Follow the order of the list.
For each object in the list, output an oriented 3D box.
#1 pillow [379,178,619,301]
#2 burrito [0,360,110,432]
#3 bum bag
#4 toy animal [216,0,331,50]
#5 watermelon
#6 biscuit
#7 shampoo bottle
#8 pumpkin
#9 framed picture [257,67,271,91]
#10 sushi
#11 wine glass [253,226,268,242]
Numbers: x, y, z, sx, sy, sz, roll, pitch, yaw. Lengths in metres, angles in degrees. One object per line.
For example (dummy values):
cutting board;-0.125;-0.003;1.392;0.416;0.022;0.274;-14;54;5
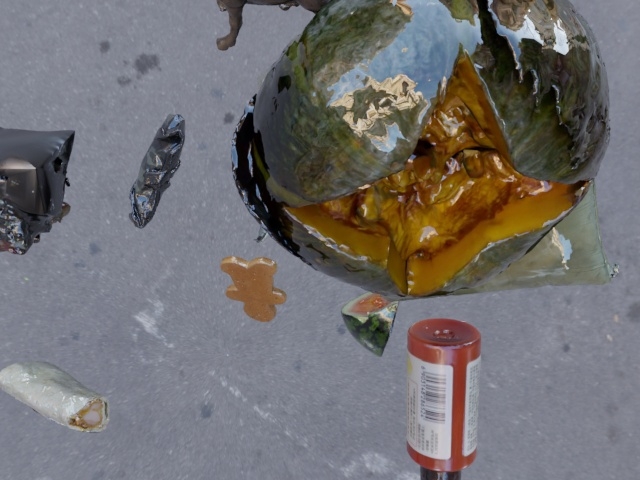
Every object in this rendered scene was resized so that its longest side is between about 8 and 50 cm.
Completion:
pillow;0.190;-0.009;0.686;0.303;0.075;0.184;-8;119;26
burrito;-0.690;0.403;1.460;0.300;0.143;0.105;17;90;27
bum bag;-0.442;-0.191;1.520;0.095;0.144;0.340;15;117;-30
toy animal;-0.086;-0.259;0.504;0.215;0.186;0.093;2;76;0
watermelon;0.113;0.179;1.346;0.129;0.303;0.159;19;97;7
biscuit;-0.169;0.126;1.454;0.166;0.250;0.036;4;47;13
shampoo bottle;0.179;0.261;0.825;0.105;0.104;0.277;-4;104;-10
pumpkin;0.092;-0.084;0.500;0.321;0.320;0.192;3;46;-9
framed picture;-0.010;-0.183;0.932;0.024;0.232;0.314;11;67;-47
sushi;-0.577;-0.083;1.012;0.227;0.215;0.212;0;116;-5
wine glass;0.000;0.000;1.396;0.321;0.143;0.143;26;75;-18
